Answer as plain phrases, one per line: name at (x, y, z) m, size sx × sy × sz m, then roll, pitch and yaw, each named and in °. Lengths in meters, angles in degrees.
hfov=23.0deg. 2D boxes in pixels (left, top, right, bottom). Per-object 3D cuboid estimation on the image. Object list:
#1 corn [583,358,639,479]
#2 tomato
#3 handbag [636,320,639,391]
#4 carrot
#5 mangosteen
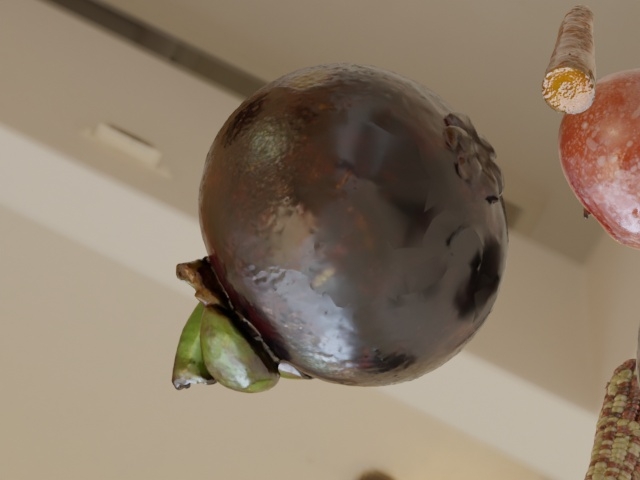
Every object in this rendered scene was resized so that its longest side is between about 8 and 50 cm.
corn at (0.349, 0.237, 1.820) m, size 0.237 × 0.079 × 0.079 m, roll -60°, pitch 179°, yaw -41°
tomato at (0.480, -0.121, 2.253) m, size 0.227 × 0.270 × 0.270 m, roll -28°, pitch -157°, yaw 33°
handbag at (0.388, 0.139, 1.508) m, size 0.169 × 0.155 × 0.215 m, roll 61°, pitch 12°, yaw -56°
carrot at (0.275, -0.211, 1.705) m, size 0.224 × 0.057 × 0.057 m, roll -71°, pitch -173°, yaw -56°
mangosteen at (0.000, 0.000, 1.463) m, size 0.359 × 0.306 × 0.306 m, roll -26°, pitch -163°, yaw 20°
